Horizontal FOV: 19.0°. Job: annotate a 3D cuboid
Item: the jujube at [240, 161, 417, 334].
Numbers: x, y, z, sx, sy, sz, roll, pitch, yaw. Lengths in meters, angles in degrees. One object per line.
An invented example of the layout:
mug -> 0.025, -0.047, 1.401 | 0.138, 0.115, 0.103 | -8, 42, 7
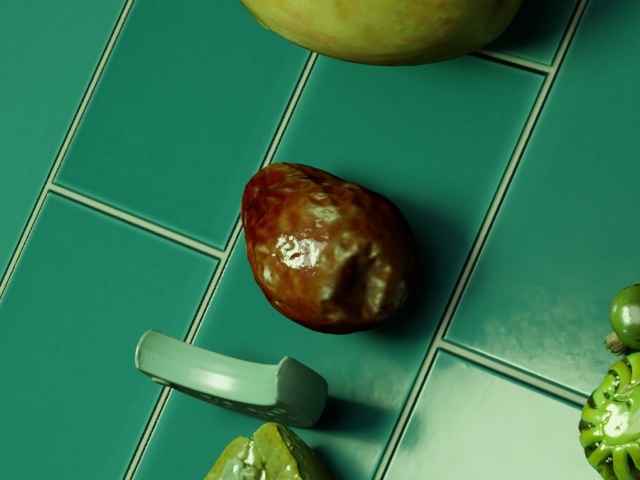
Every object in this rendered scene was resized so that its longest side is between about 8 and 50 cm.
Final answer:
jujube -> 0.000, 0.000, 2.161 | 0.190, 0.190, 0.255 | -50, 41, 9

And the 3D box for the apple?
apple -> 0.078, -0.373, 2.119 | 0.346, 0.391, 0.391 | 28, 90, 13

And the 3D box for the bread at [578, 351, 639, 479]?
bread -> 0.323, 0.182, 1.939 | 0.139, 0.071, 0.130 | -37, 60, 18

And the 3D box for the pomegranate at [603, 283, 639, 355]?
pomegranate -> 0.328, 0.087, 1.971 | 0.073, 0.073, 0.084 | 29, 100, 38

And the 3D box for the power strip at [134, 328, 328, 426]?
power strip -> -0.097, 0.160, 2.172 | 0.253, 0.167, 0.054 | 7, 70, 38

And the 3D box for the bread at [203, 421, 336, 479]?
bread -> -0.055, 0.333, 2.109 | 0.186, 0.124, 0.257 | -28, 58, 24
